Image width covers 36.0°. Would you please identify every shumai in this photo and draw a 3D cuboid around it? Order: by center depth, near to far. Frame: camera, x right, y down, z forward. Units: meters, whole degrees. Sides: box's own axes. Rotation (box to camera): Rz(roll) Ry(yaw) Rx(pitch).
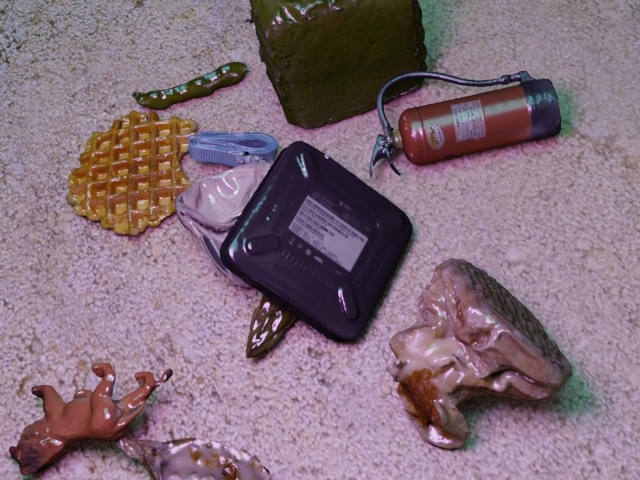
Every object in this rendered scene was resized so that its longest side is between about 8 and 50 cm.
[{"bbox_3d":[0.231,0.196,1.624,0.262,0.267,0.314,-48,26,15],"label":"shumai"}]

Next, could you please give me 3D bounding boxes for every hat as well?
[{"bbox_3d":[-0.153,-0.024,1.878,0.219,0.164,0.226,-25,95,-21],"label":"hat"}]

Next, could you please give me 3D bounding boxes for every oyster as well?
[{"bbox_3d":[-0.172,0.436,1.586,0.204,0.111,0.396,-19,53,-22],"label":"oyster"}]

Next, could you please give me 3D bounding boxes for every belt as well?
[{"bbox_3d":[-0.176,-0.171,1.964,0.179,0.065,0.100,3,54,-3],"label":"belt"}]

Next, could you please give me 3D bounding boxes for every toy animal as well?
[{"bbox_3d":[-0.407,0.308,1.679,0.312,0.097,0.158,-19,50,24],"label":"toy animal"}]

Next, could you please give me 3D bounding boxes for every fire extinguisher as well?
[{"bbox_3d":[0.261,-0.241,1.912,0.375,0.113,0.200,-14,50,2],"label":"fire extinguisher"}]

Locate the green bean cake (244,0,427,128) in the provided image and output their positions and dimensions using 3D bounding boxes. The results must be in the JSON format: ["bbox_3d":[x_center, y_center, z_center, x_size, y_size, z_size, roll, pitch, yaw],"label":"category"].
[{"bbox_3d":[0.027,-0.415,1.949,0.334,0.319,0.218,-16,53,-4],"label":"green bean cake"}]

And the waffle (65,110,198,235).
[{"bbox_3d":[-0.372,-0.142,2.004,0.281,0.058,0.301,11,61,17],"label":"waffle"}]

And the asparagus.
[{"bbox_3d":[-0.063,0.093,1.782,0.080,0.080,0.287,18,64,21],"label":"asparagus"}]

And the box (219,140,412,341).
[{"bbox_3d":[0.000,0.000,1.750,0.290,0.073,0.289,36,64,-11],"label":"box"}]

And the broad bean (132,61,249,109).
[{"bbox_3d":[-0.275,-0.328,2.106,0.256,0.052,0.053,-17,79,0],"label":"broad bean"}]
